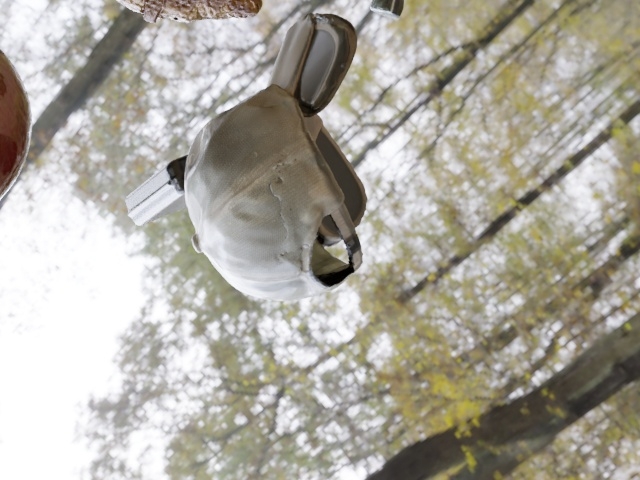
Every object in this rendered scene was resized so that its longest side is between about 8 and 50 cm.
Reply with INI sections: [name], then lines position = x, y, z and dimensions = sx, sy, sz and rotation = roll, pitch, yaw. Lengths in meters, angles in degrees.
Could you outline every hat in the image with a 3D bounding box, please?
[hat]
position = -0.036, -0.078, 0.896
dimensions = 0.161, 0.232, 0.275
rotation = 4, -125, 3

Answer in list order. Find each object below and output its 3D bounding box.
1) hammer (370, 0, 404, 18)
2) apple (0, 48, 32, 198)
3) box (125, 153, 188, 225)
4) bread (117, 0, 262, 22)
[hammer]
position = 0.017, -0.346, 1.135
dimensions = 0.227, 0.158, 0.041
rotation = 18, -175, 33
[apple]
position = -0.537, -0.143, 1.257
dimensions = 0.344, 0.345, 0.269
rotation = -92, -20, -52
[box]
position = -0.170, -0.085, 1.372
dimensions = 0.160, 0.230, 0.050
rotation = -25, -89, -28
[bread]
position = -0.183, -0.320, 1.218
dimensions = 0.233, 0.105, 0.076
rotation = 13, -135, -6
